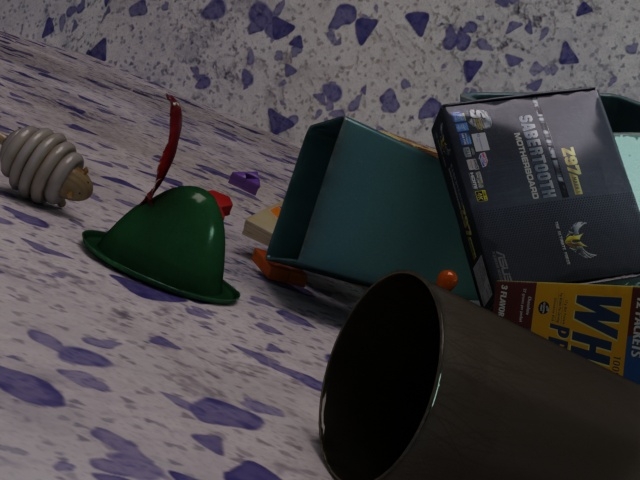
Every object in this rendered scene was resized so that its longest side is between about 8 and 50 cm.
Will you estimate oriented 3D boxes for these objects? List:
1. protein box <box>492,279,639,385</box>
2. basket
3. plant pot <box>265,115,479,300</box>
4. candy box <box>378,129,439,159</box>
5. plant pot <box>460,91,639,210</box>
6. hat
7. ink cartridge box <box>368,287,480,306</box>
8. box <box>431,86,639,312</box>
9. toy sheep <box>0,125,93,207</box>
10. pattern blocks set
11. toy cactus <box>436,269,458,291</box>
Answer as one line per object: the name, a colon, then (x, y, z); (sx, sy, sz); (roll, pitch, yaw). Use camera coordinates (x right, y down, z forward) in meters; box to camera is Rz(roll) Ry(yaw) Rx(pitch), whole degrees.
protein box: (0.298, 0.122, 1.428); (0.200, 0.136, 0.201); (1, -9, 42)
basket: (0.137, 0.135, 1.071); (0.227, 0.154, 0.204); (23, 8, -18)
plant pot: (0.087, -0.019, 1.672); (0.234, 0.165, 0.166); (19, -4, -13)
candy box: (0.190, -0.051, 2.405); (0.316, 0.183, 0.087); (14, 10, -45)
plant pot: (0.328, -0.044, 1.905); (0.247, 0.252, 0.248); (-3, 18, -23)
hat: (-0.129, -0.050, 1.494); (0.173, 0.183, 0.208); (19, 8, -21)
ink cartridge box: (0.188, 0.074, 1.957); (0.371, 0.069, 0.176); (26, 9, 16)
box: (0.235, -0.045, 1.573); (0.183, 0.232, 0.059); (-7, -24, -13)
toy sheep: (-0.309, -0.083, 1.632); (0.132, 0.091, 0.091); (27, 8, 4)
pattern blocks set: (0.000, 0.000, 1.844); (0.325, 0.026, 0.285); (32, 28, 26)
toy cactus: (0.146, 0.108, 1.526); (0.180, 0.112, 0.219); (30, -4, -12)
